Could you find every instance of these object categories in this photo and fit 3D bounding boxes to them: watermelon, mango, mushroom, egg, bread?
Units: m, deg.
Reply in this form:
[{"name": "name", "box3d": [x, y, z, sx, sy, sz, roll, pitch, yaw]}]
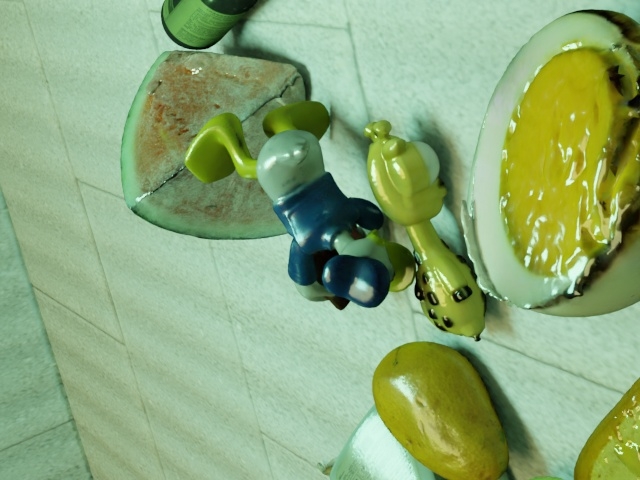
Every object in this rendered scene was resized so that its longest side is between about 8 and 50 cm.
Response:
[{"name": "watermelon", "box3d": [-0.114, -0.154, 2.048, 0.250, 0.292, 0.283, 31, -128, -62]}, {"name": "mango", "box3d": [0.157, 0.219, 1.790, 0.227, 0.109, 0.147, 41, 112, 35]}, {"name": "mushroom", "box3d": [0.061, 0.384, 2.227, 0.306, 0.043, 0.068, 26, 108, 58]}, {"name": "egg", "box3d": [0.267, -0.065, 1.283, 0.264, 0.174, 0.286, -121, 43, -52]}, {"name": "bread", "box3d": [0.355, 0.215, 1.386, 0.152, 0.119, 0.288, 54, 152, 20]}]

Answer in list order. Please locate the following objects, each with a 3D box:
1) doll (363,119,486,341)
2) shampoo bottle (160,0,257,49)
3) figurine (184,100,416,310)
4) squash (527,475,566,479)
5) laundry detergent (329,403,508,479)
[{"name": "doll", "box3d": [0.127, -0.012, 1.697, 0.291, 0.086, 0.117, 67, 163, -5]}, {"name": "shampoo bottle", "box3d": [-0.137, -0.351, 1.933, 0.101, 0.101, 0.284, 67, 155, 2]}, {"name": "figurine", "box3d": [0.000, 0.000, 1.800, 0.338, 0.204, 0.283, 54, 171, 50]}, {"name": "squash", "box3d": [0.313, 0.392, 1.658, 0.252, 0.049, 0.252, 41, 150, 30]}, {"name": "laundry detergent", "box3d": [0.153, 0.345, 1.872, 0.280, 0.105, 0.215, 45, 110, 37]}]
